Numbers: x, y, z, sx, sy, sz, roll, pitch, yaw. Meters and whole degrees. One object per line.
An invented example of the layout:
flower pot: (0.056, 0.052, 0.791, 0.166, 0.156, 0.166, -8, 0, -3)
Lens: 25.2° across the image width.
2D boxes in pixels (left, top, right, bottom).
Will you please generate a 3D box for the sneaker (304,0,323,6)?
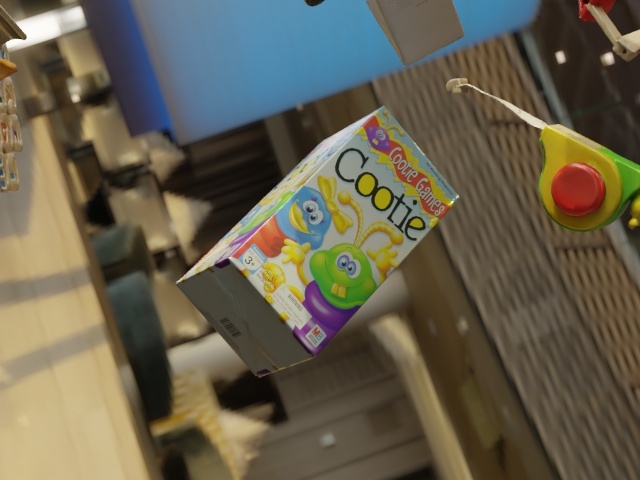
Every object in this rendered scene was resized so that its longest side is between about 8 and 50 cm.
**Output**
sneaker: (0.039, -0.540, 2.001, 0.182, 0.410, 0.158, 35, -4, 4)

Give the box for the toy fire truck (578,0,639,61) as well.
toy fire truck: (0.415, -0.252, 1.827, 0.047, 0.135, 0.192, 117, -28, -44)

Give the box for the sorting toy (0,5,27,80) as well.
sorting toy: (-0.464, -0.241, 1.698, 0.348, 0.196, 0.047, 69, -3, -80)

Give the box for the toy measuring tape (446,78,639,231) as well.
toy measuring tape: (0.293, -0.097, 1.880, 0.330, 0.121, 0.121, 30, -21, 20)

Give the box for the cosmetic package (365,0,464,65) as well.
cosmetic package: (0.074, -0.311, 1.566, 0.117, 0.085, 0.231, 63, 1, 39)

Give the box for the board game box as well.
board game box: (0.000, 0.000, 1.592, 0.144, 0.275, 0.142, 49, -31, -9)

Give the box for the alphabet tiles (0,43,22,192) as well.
alphabet tiles: (-0.466, -0.207, 2.008, 0.278, 0.021, 0.284, -102, -175, -86)
